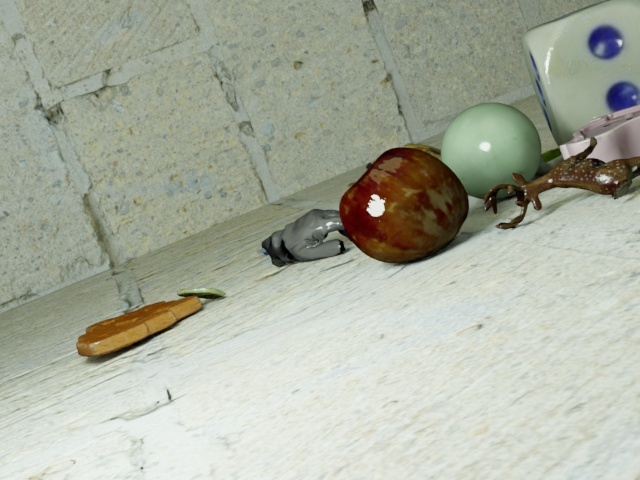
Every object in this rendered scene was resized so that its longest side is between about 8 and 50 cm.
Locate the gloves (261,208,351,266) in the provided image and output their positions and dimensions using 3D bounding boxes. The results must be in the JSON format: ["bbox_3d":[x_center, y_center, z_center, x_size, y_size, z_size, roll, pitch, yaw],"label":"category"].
[{"bbox_3d":[-0.009,-0.005,2.153,0.286,0.119,0.142,-14,42,26],"label":"gloves"}]

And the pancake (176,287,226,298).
[{"bbox_3d":[-0.261,0.116,2.103,0.108,0.017,0.108,-1,-10,0],"label":"pancake"}]

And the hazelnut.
[{"bbox_3d":[0.156,-0.052,1.761,0.234,0.218,0.218,-46,19,-24],"label":"hazelnut"}]

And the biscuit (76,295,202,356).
[{"bbox_3d":[-0.406,0.192,2.016,0.284,0.043,0.306,-15,8,18],"label":"biscuit"}]

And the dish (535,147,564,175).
[{"bbox_3d":[0.487,-0.164,2.097,0.091,0.039,0.137,-33,12,-33],"label":"dish"}]

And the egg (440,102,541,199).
[{"bbox_3d":[0.353,-0.185,1.998,0.203,0.203,0.283,-22,2,-4],"label":"egg"}]

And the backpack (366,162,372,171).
[{"bbox_3d":[0.174,-0.138,2.495,0.120,0.105,0.165,1,27,3],"label":"backpack"}]

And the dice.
[{"bbox_3d":[0.655,-0.393,2.225,0.304,0.304,0.277,-20,8,9],"label":"dice"}]

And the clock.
[{"bbox_3d":[0.640,-0.215,1.903,0.290,0.080,0.275,-16,10,39],"label":"clock"}]

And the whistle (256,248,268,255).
[{"bbox_3d":[-0.132,0.022,2.492,0.033,0.029,0.083,7,19,42],"label":"whistle"}]

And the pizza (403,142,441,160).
[{"bbox_3d":[0.263,-0.175,2.411,0.189,0.071,0.297,23,28,8],"label":"pizza"}]

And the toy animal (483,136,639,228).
[{"bbox_3d":[0.435,-0.109,1.663,0.260,0.087,0.243,-29,11,-29],"label":"toy animal"}]
